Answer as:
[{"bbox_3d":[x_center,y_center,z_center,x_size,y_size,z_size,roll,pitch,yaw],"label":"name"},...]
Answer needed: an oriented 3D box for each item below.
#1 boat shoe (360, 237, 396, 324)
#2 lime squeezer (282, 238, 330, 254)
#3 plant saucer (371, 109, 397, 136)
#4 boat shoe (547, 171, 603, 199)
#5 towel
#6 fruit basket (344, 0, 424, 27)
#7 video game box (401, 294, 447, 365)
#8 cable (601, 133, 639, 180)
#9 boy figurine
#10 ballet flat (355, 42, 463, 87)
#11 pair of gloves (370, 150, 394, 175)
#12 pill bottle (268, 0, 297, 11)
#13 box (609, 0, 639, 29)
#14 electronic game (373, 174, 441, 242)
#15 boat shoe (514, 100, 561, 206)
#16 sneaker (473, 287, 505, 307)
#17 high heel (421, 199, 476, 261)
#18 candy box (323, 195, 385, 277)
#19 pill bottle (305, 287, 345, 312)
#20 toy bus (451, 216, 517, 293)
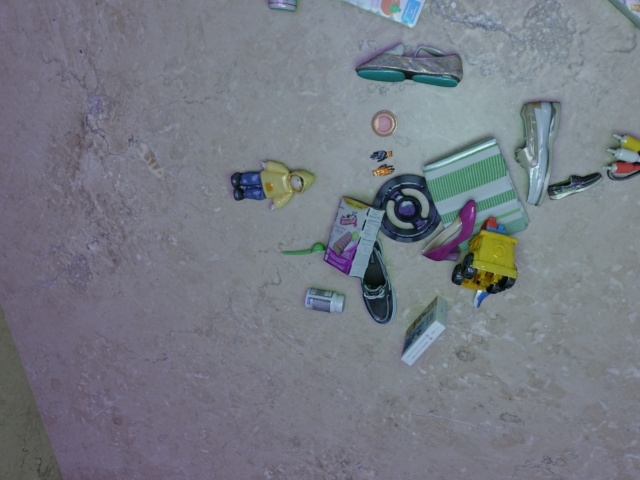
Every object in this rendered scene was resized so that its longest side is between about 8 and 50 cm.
[{"bbox_3d":[0.182,0.153,1.651,0.121,0.119,0.335,-11,105,18],"label":"boat shoe"},{"bbox_3d":[0.000,0.000,1.682,0.310,0.059,0.110,-39,96,23],"label":"lime squeezer"},{"bbox_3d":[0.203,-0.373,1.526,0.083,0.013,0.083,5,110,13],"label":"plant saucer"},{"bbox_3d":[0.757,-0.169,1.426,0.152,0.056,0.049,-25,105,21],"label":"boat shoe"},{"bbox_3d":[0.484,-0.134,1.495,0.248,0.038,0.325,-21,113,21],"label":"towel"},{"bbox_3d":[0.160,-0.811,1.311,0.353,0.165,0.327,23,112,3],"label":"fruit basket"},{"bbox_3d":[0.352,0.300,1.610,0.048,0.205,0.187,38,113,1],"label":"video game box"},{"bbox_3d":[0.947,-0.217,1.352,0.287,0.072,0.139,11,116,10],"label":"cable"},{"bbox_3d":[-0.158,-0.186,1.644,0.285,0.092,0.177,0,106,18],"label":"boy figurine"},{"bbox_3d":[0.265,-0.526,1.424,0.316,0.107,0.106,9,90,6],"label":"ballet flat"},{"bbox_3d":[0.203,-0.253,1.568,0.074,0.010,0.083,-7,105,17],"label":"pair of gloves"},{"bbox_3d":[-0.109,-0.778,1.431,0.087,0.087,0.160,11,110,11],"label":"pill bottle"},{"bbox_3d":[0.787,-0.658,1.249,0.324,0.067,0.063,42,112,-1],"label":"box"},{"bbox_3d":[0.288,-0.103,1.575,0.229,0.048,0.229,2,106,5],"label":"electronic game"},{"bbox_3d":[0.627,-0.254,1.409,0.103,0.113,0.302,6,99,14],"label":"boat shoe"},{"bbox_3d":[0.567,0.167,1.588,0.085,0.058,0.152,19,106,17],"label":"sneaker"},{"bbox_3d":[0.404,-0.031,1.503,0.117,0.082,0.244,7,135,-4],"label":"high heel"},{"bbox_3d":[0.106,-0.014,1.570,0.071,0.159,0.233,11,100,-35],"label":"candy box"},{"bbox_3d":[0.019,0.221,1.740,0.137,0.078,0.078,9,110,12],"label":"pill bottle"},{"bbox_3d":[0.510,0.044,1.483,0.149,0.220,0.211,13,72,0],"label":"toy bus"}]
